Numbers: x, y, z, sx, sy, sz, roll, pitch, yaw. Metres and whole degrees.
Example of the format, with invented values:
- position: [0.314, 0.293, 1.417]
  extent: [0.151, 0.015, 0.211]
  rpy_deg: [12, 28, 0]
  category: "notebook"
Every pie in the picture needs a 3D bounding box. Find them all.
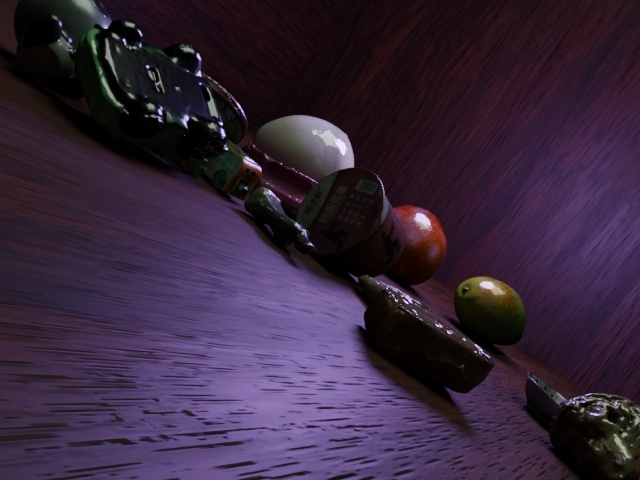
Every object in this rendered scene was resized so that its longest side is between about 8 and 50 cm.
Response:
- position: [0.166, 0.144, 1.361]
  extent: [0.128, 0.068, 0.282]
  rpy_deg: [34, 3, -27]
  category: "pie"

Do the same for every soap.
- position: [-0.116, -0.155, 1.770]
  extent: [0.289, 0.112, 0.182]
  rpy_deg: [30, -1, -32]
  category: "soap"

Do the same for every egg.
- position: [-0.055, -0.259, 2.084]
  extent: [0.345, 0.283, 0.283]
  rpy_deg: [22, 8, -4]
  category: "egg"

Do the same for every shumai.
- position: [0.559, 0.400, 1.247]
  extent: [0.206, 0.166, 0.175]
  rpy_deg: [9, 24, -14]
  category: "shumai"

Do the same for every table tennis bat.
- position: [-0.353, -0.328, 1.487]
  extent: [0.414, 0.051, 0.268]
  rpy_deg: [20, -25, 14]
  category: "table tennis bat"

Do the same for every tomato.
- position: [0.293, 0.007, 2.154]
  extent: [0.265, 0.265, 0.265]
  rpy_deg: [36, 7, -5]
  category: "tomato"

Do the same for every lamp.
- position: [-0.478, -0.373, 1.206]
  extent: [0.197, 0.198, 0.244]
  rpy_deg: [33, 24, -27]
  category: "lamp"

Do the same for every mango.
- position: [0.575, 0.248, 2.152]
  extent: [0.225, 0.201, 0.382]
  rpy_deg: [14, -20, 40]
  category: "mango"

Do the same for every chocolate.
- position: [0.179, 0.175, 1.103]
  extent: [0.214, 0.093, 0.148]
  rpy_deg: [34, 9, -11]
  category: "chocolate"

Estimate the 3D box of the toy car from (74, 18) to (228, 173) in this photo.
- position: [-0.307, -0.250, 1.220]
  extent: [0.358, 0.176, 0.213]
  rpy_deg: [6, 61, -59]
  category: "toy car"

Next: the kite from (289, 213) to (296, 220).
- position: [0.000, 0.000, 1.733]
  extent: [0.232, 0.009, 0.189]
  rpy_deg: [40, 8, 29]
  category: "kite"

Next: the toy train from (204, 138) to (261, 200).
- position: [-0.207, -0.164, 1.440]
  extent: [0.188, 0.099, 0.072]
  rpy_deg: [40, 7, 37]
  category: "toy train"

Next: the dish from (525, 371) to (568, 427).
- position: [0.540, 0.395, 1.520]
  extent: [0.190, 0.066, 0.191]
  rpy_deg: [37, 9, -7]
  category: "dish"

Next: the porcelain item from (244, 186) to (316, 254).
- position: [-0.071, -0.028, 1.326]
  extent: [0.215, 0.069, 0.081]
  rpy_deg: [42, -3, 44]
  category: "porcelain item"

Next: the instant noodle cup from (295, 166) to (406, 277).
- position: [0.082, -0.027, 1.519]
  extent: [0.235, 0.235, 0.178]
  rpy_deg: [43, 0, 45]
  category: "instant noodle cup"
